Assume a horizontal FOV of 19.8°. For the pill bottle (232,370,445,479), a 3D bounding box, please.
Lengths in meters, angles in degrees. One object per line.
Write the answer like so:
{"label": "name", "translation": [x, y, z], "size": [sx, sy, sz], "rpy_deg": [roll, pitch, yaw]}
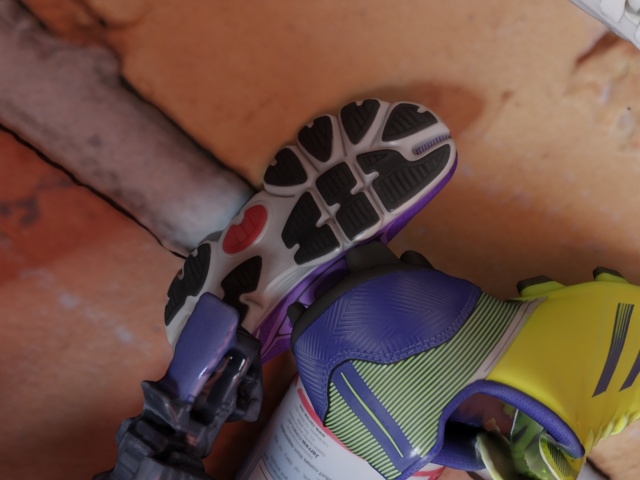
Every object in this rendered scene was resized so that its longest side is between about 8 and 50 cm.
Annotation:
{"label": "pill bottle", "translation": [-0.003, 0.135, 0.927], "size": [0.087, 0.087, 0.160], "rpy_deg": [14, 121, -30]}

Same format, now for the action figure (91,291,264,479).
{"label": "action figure", "translation": [-0.041, 0.211, 0.785], "size": [0.330, 0.178, 0.341], "rpy_deg": [17, 97, -31]}

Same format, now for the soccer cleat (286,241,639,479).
{"label": "soccer cleat", "translation": [0.100, 0.075, 0.868], "size": [0.289, 0.121, 0.093], "rpy_deg": [8, 135, -48]}

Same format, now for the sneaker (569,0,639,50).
{"label": "sneaker", "translation": [0.125, -0.132, 0.763], "size": [0.228, 0.092, 0.087], "rpy_deg": [19, 119, -32]}

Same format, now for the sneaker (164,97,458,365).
{"label": "sneaker", "translation": [0.000, 0.000, 0.850], "size": [0.170, 0.068, 0.071], "rpy_deg": [-41, 146, 23]}
